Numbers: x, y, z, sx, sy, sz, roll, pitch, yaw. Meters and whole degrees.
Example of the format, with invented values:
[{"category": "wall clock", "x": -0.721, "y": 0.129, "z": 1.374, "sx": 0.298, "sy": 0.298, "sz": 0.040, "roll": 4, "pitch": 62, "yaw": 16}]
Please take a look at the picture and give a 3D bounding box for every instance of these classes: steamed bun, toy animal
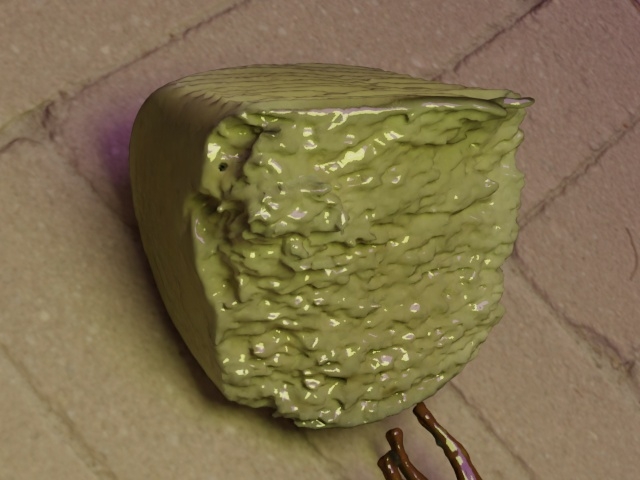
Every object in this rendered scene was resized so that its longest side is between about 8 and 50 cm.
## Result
[{"category": "steamed bun", "x": 0.000, "y": 0.000, "z": 1.236, "sx": 0.290, "sy": 0.273, "sz": 0.272, "roll": 0, "pitch": 103, "yaw": -33}, {"category": "toy animal", "x": 0.143, "y": 0.222, "z": 1.278, "sx": 0.229, "sy": 0.066, "sz": 0.224, "roll": 46, "pitch": 47, "yaw": -6}]
